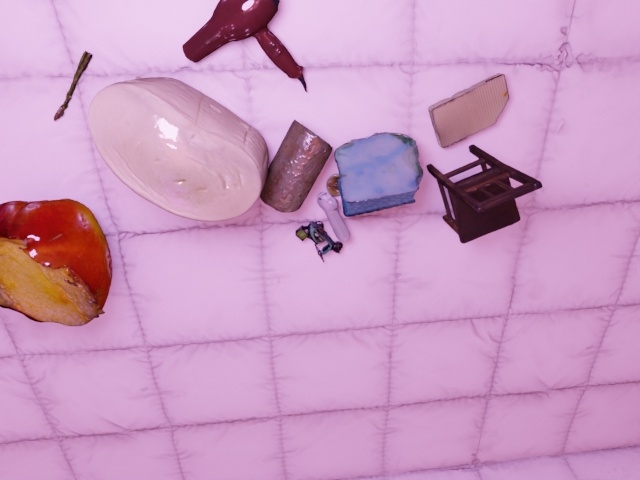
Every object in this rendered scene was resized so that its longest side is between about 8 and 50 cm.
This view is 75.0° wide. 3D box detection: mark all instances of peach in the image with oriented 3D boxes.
[{"bbox_3d":[-0.820,0.074,1.291,0.339,0.353,0.417,-7,95,17],"label":"peach"}]

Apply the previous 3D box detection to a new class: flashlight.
[{"bbox_3d":[0.052,-0.081,1.453,0.047,0.093,0.200,-39,117,-21],"label":"flashlight"}]

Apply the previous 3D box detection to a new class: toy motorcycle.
[{"bbox_3d":[0.000,0.000,1.508,0.100,0.058,0.173,-39,114,21],"label":"toy motorcycle"}]

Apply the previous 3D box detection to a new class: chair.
[{"bbox_3d":[0.512,-0.112,1.305,0.203,0.416,0.241,-22,117,5],"label":"chair"}]

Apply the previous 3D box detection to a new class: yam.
[{"bbox_3d":[-0.079,-0.232,1.324,0.161,0.161,0.268,24,112,-17],"label":"yam"}]

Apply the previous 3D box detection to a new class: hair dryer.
[{"bbox_3d":[-0.179,-0.536,1.209,0.312,0.123,0.340,-32,127,22],"label":"hair dryer"}]

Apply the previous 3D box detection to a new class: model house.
[{"bbox_3d":[0.191,-0.189,1.384,0.261,0.226,0.241,-11,155,2],"label":"model house"}]

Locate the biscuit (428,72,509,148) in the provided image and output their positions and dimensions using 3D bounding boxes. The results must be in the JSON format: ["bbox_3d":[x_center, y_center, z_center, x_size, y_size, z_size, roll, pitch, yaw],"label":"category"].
[{"bbox_3d":[0.484,-0.420,1.352,0.252,0.052,0.150,-25,120,8],"label":"biscuit"}]

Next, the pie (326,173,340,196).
[{"bbox_3d":[0.058,-0.190,1.438,0.085,0.017,0.085,-2,117,-5],"label":"pie"}]

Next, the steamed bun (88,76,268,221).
[{"bbox_3d":[-0.380,-0.238,1.169,0.456,0.371,0.290,31,111,-16],"label":"steamed bun"}]

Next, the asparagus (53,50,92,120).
[{"bbox_3d":[-0.725,-0.447,1.219,0.233,0.022,0.023,-53,155,16],"label":"asparagus"}]
